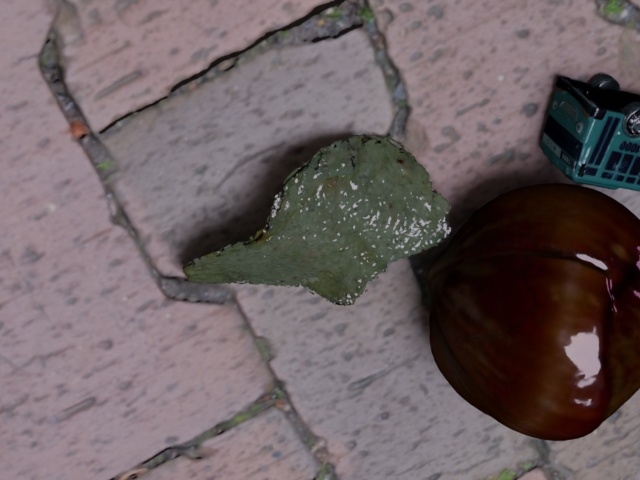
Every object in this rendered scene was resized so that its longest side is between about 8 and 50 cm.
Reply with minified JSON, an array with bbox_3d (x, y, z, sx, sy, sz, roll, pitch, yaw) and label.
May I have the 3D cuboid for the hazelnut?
[{"bbox_3d":[0.200,0.059,1.565,0.229,0.229,0.229,-10,120,-17],"label":"hazelnut"}]

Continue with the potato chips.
[{"bbox_3d":[-0.005,-0.005,1.522,0.228,0.059,0.167,-36,134,0],"label":"potato chips"}]

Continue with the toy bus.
[{"bbox_3d":[0.281,-0.090,1.578,0.160,0.079,0.092,9,114,-28],"label":"toy bus"}]
